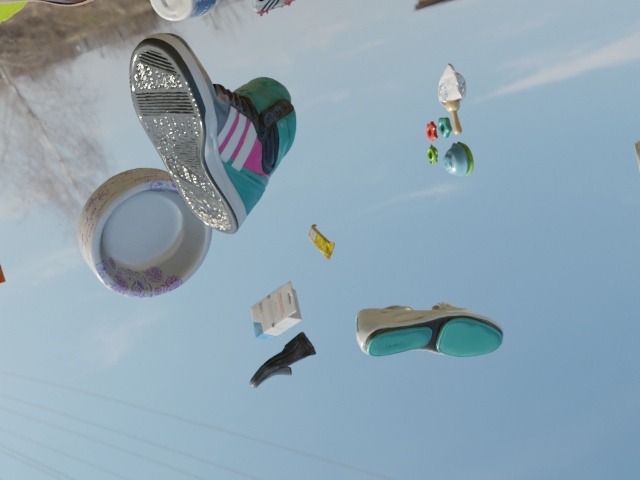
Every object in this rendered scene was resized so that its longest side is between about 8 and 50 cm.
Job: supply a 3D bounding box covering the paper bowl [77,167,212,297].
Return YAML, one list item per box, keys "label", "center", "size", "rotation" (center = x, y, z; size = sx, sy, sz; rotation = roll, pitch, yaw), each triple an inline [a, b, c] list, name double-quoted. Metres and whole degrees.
- label: "paper bowl"
  center: [-0.398, -0.026, 1.534]
  size: [0.284, 0.284, 0.148]
  rotation: [-30, -141, -21]

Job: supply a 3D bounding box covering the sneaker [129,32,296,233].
- label: "sneaker"
  center: [-0.115, -0.164, 0.854]
  size: [0.123, 0.296, 0.178]
  rotation: [19, -123, 23]

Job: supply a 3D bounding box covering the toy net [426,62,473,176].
- label: "toy net"
  center: [0.257, -0.242, 1.352]
  size: [0.045, 0.232, 0.122]
  rotation: [-14, -146, -16]

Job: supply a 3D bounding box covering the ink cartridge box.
- label: "ink cartridge box"
  center: [-0.118, 0.206, 1.993]
  size: [0.180, 0.060, 0.104]
  rotation: [-35, -127, 31]

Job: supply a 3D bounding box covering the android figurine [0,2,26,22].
- label: "android figurine"
  center: [-0.672, -0.513, 1.338]
  size: [0.248, 0.056, 0.273]
  rotation: [-42, 171, 21]

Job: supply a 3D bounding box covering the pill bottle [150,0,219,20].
- label: "pill bottle"
  center: [-0.184, -0.347, 0.959]
  size: [0.067, 0.067, 0.120]
  rotation: [-12, -162, 20]

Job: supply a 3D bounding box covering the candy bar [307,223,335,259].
- label: "candy bar"
  center: [0.000, 0.000, 1.541]
  size: [0.018, 0.040, 0.161]
  rotation: [13, -167, -20]

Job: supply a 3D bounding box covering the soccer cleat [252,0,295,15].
- label: "soccer cleat"
  center: [-0.076, -0.402, 1.134]
  size: [0.083, 0.036, 0.029]
  rotation: [-26, -138, -14]

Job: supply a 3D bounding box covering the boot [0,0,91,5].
- label: "boot"
  center: [-0.428, -0.412, 1.005]
  size: [0.248, 0.090, 0.207]
  rotation: [-13, -178, 0]

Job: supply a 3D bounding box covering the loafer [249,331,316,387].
- label: "loafer"
  center: [-0.086, 0.280, 1.535]
  size: [0.170, 0.061, 0.062]
  rotation: [-41, 174, 5]

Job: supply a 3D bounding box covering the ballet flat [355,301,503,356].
- label: "ballet flat"
  center: [0.265, 0.206, 1.680]
  size: [0.399, 0.139, 0.139]
  rotation: [2, -165, -23]

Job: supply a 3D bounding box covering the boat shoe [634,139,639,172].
- label: "boat shoe"
  center: [0.804, -0.045, 1.444]
  size: [0.155, 0.500, 0.187]
  rotation: [-18, -138, 28]

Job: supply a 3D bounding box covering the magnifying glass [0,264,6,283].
- label: "magnifying glass"
  center: [-0.645, -0.027, 1.296]
  size: [0.092, 0.231, 0.026]
  rotation: [-17, -178, 37]
